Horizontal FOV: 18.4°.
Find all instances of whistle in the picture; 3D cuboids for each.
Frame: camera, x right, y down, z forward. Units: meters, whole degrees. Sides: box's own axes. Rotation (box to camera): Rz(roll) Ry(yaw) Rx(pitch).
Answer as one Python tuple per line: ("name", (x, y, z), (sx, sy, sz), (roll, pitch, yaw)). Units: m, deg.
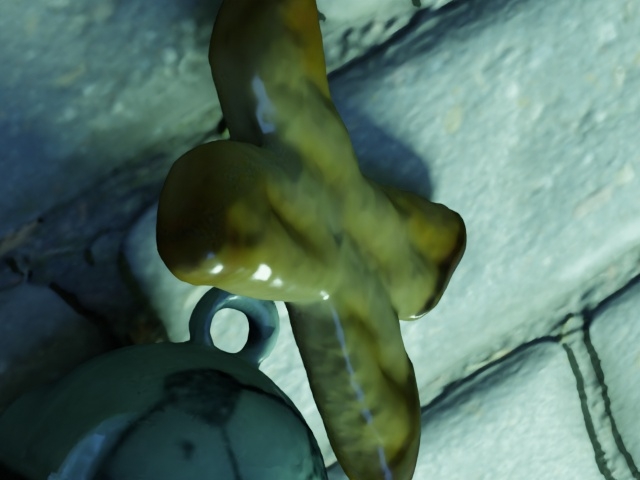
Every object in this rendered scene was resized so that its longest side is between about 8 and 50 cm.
("whistle", (-0.085, 0.152, 0.891), (0.163, 0.163, 0.289), (27, 82, -41))

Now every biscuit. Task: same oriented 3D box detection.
("biscuit", (0.000, -0.001, 0.867), (0.047, 0.164, 0.208), (-7, 141, 27))
